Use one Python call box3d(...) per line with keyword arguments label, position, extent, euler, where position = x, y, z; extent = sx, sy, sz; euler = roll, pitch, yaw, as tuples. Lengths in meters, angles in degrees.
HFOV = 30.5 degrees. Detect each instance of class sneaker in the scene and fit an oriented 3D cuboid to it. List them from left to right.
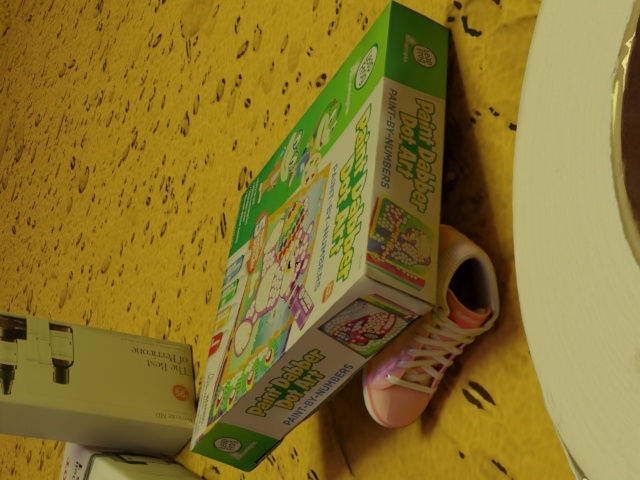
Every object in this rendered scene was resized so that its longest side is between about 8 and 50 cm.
box3d(label="sneaker", position=(0.068, 0.059, 0.723), extent=(0.070, 0.051, 0.134), euler=(28, 101, 68))

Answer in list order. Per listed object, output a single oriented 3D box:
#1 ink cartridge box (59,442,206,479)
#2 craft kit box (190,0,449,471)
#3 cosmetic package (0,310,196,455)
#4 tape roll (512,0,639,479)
box3d(label="ink cartridge box", position=(-0.176, 0.278, 1.063), extent=(0.219, 0.092, 0.160), euler=(3, 81, 63))
box3d(label="craft kit box", position=(0.000, 0.000, 0.820), extent=(0.246, 0.061, 0.250), euler=(-45, 27, 43))
box3d(label="cosmetic package", position=(-0.234, 0.129, 1.075), extent=(0.060, 0.239, 0.099), euler=(-48, 39, 42))
box3d(label="tape roll", position=(0.193, -0.062, 0.444), extent=(0.392, 0.072, 0.392), euler=(-172, 90, -72))
